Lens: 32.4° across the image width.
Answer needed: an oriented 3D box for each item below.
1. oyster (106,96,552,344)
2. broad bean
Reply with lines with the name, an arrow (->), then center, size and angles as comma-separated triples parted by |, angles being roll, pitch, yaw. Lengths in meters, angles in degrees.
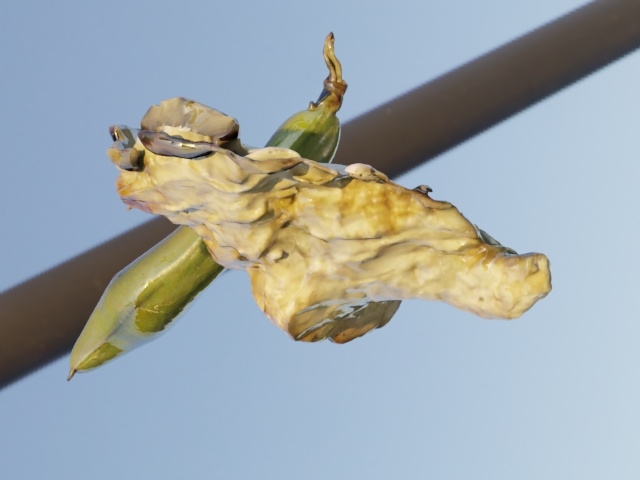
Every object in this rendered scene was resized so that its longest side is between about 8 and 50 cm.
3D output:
oyster -> 0.000, 0.000, 0.464 | 0.163, 0.191, 0.081 | 34, -115, -58
broad bean -> -0.076, -0.008, 0.820 | 0.325, 0.075, 0.067 | -44, -54, 6
